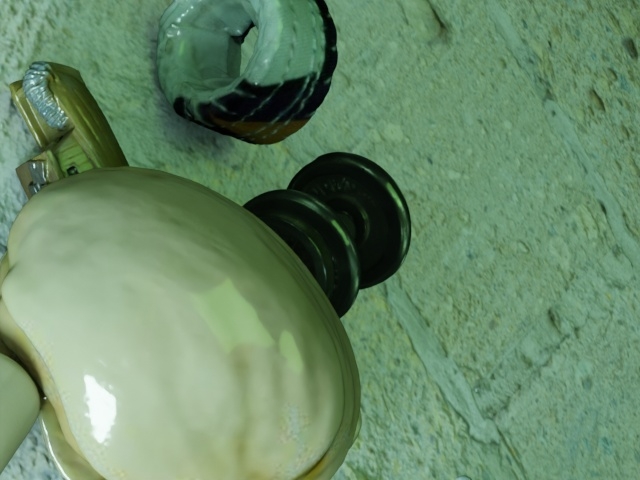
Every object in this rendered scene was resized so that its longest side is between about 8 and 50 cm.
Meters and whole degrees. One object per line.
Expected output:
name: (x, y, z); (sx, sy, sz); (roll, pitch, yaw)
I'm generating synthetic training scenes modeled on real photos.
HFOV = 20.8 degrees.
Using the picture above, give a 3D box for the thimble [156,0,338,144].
thimble: (-0.101, -0.246, 2.262); (0.150, 0.237, 0.237); (16, 56, -49)

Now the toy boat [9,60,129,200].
toy boat: (-0.277, -0.055, 2.030); (0.121, 0.089, 0.321); (-23, 88, -48)

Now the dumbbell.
dumbbell: (0.000, 0.000, 2.241); (0.192, 0.192, 0.290); (60, 36, -3)

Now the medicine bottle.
medicine bottle: (-0.375, 0.220, 1.708); (0.114, 0.114, 0.252); (49, 37, -17)

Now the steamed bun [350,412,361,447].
steamed bun: (-0.042, 0.202, 2.138); (0.177, 0.106, 0.192); (-23, 84, -49)

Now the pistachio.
pistachio: (-0.157, 0.119, 1.888); (0.445, 0.281, 0.365); (37, 60, -6)

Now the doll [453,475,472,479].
doll: (0.174, 0.405, 2.229); (0.257, 0.161, 0.215); (-24, 112, -57)
